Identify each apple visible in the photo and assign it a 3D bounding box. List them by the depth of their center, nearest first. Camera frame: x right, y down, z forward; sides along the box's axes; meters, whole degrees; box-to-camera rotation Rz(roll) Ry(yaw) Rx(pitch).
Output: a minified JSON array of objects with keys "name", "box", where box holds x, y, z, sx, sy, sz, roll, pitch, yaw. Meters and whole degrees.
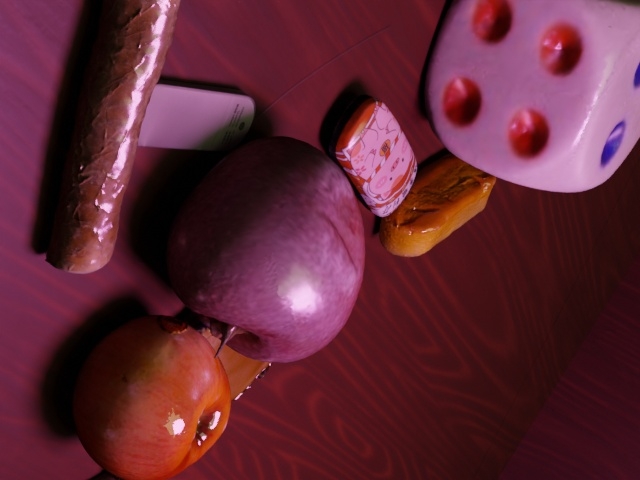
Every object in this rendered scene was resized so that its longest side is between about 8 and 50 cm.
[{"name":"apple","box":[-0.199,0.190,1.604,0.209,0.164,0.209,-46,153,-32]}]

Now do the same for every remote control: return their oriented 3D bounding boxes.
[{"name":"remote control","box":[-0.149,-0.139,1.515,0.245,0.022,0.077,-4,122,-61]}]

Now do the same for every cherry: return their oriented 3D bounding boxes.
[{"name":"cherry","box":[-0.058,0.010,1.613,0.261,0.221,0.307,52,49,-51]}]

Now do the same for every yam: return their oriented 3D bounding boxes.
[{"name":"yam","box":[-0.210,-0.124,1.359,0.081,0.081,0.356,-21,136,-53]}]

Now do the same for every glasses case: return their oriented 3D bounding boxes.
[{"name":"glasses case","box":[0.077,-0.116,1.900,0.103,0.067,0.266,-55,154,-7]}]

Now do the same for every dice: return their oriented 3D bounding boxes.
[{"name":"dice","box":[0.349,-0.261,2.017,0.304,0.277,0.304,-23,137,-57]}]

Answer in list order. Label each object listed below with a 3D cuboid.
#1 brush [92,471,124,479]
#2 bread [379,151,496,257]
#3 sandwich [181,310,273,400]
[{"name":"brush","box":[-0.280,0.313,1.730,0.248,0.043,0.036,-24,130,-50]},{"name":"bread","box":[0.187,-0.061,2.125,0.245,0.102,0.094,-34,146,-41]},{"name":"sandwich","box":[-0.089,0.085,1.814,0.245,0.063,0.212,-49,151,-25]}]
